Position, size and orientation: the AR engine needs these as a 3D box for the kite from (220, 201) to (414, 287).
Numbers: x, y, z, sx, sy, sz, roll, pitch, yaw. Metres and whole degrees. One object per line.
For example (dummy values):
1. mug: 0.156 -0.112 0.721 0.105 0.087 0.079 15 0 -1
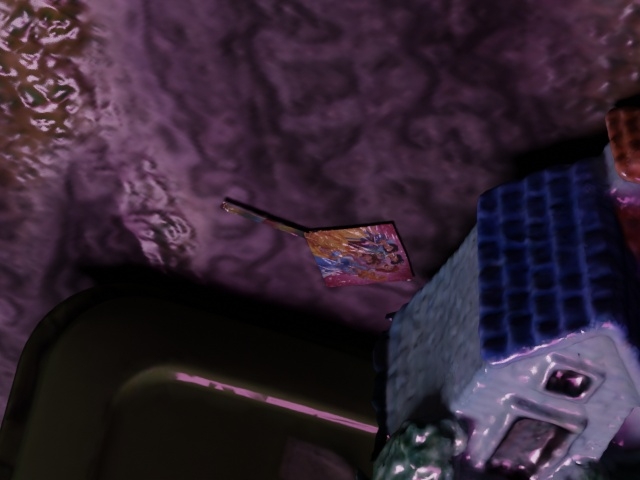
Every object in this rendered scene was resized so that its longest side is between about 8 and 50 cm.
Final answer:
1. kite: -0.001 0.004 0.710 0.078 0.002 0.044 7 141 -1

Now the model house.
1. model house: 0.107 0.030 0.647 0.148 0.119 0.148 17 133 -11

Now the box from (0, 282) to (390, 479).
1. box: -0.038 0.209 0.734 0.253 0.328 0.178 18 152 -10
